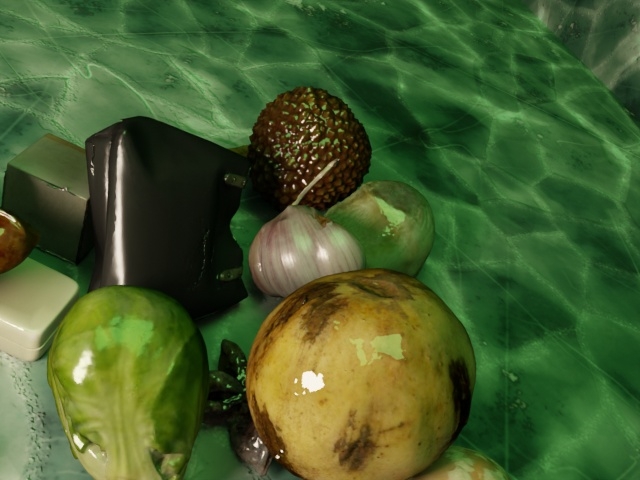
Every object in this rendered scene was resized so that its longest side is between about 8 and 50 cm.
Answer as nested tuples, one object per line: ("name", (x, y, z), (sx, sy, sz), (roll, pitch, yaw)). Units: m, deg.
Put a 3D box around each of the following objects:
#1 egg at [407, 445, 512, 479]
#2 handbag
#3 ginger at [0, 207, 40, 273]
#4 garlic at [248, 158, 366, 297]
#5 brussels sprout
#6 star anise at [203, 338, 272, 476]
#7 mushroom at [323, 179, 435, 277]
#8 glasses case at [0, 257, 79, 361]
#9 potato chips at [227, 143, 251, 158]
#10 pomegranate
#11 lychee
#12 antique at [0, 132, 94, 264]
("egg", (0.184, 0.395, 1.020), (0.203, 0.203, 0.245), (14, 41, -14))
("handbag", (-0.234, -0.020, 1.224), (0.288, 0.343, 0.152), (2, 2, -44))
("ginger", (-0.604, 0.021, 0.966), (0.418, 0.176, 0.254), (-36, 84, -23))
("garlic", (0.000, 0.000, 1.353), (0.207, 0.207, 0.257), (24, 68, -1))
("brussels sprout", (-0.248, 0.198, 1.001), (0.210, 0.219, 0.272), (0, 76, -22))
("star anise", (-0.100, 0.236, 1.151), (0.212, 0.073, 0.197), (34, 41, 7))
("mushroom", (0.123, -0.018, 1.500), (0.267, 0.164, 0.190), (1, 43, -29))
("glasses case", (-0.525, 0.058, 1.124), (0.312, 0.070, 0.131), (26, 37, 0))
("potato chips", (-0.197, -0.170, 1.587), (0.407, 0.057, 0.080), (-17, 41, -41))
("pomegranate", (0.054, 0.182, 1.027), (0.322, 0.322, 0.322), (15, 39, -13))
("lychee", (-0.032, -0.170, 1.531), (0.267, 0.267, 0.267), (15, 39, -13))
("antique", (-0.427, -0.074, 1.275), (0.151, 0.147, 0.148), (25, 35, 0))
